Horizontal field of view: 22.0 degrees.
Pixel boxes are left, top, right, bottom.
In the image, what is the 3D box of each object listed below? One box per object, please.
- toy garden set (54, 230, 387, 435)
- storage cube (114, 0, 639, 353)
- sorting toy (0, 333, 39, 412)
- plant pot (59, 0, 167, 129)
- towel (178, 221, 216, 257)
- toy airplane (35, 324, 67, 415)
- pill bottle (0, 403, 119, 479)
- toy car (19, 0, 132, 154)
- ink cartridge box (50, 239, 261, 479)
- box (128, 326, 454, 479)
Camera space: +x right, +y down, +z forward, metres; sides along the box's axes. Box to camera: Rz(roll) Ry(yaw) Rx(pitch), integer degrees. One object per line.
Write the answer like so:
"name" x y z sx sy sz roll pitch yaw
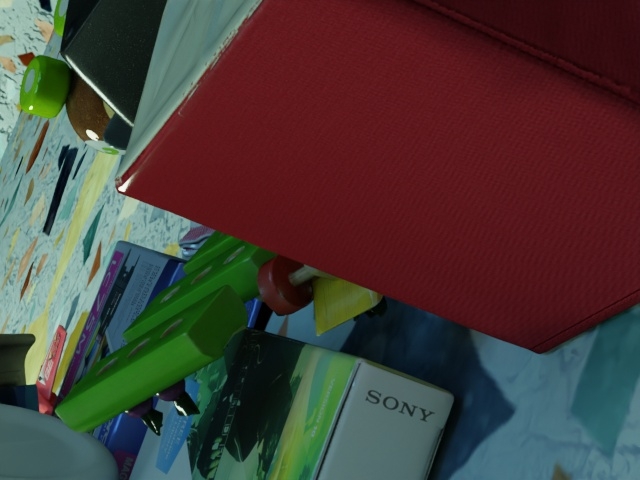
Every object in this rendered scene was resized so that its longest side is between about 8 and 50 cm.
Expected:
"toy garden set" 0.000 0.000 0.839 0.203 0.049 0.244 -31 13 39
"storage cube" 0.060 -0.095 0.607 0.215 0.193 0.184 -42 31 58
"sorting toy" -0.252 0.184 1.212 0.307 0.041 0.229 21 -113 -83
"plant pot" -0.061 -0.161 1.057 0.187 0.167 0.188 -46 28 35
"towel" -0.046 -0.090 1.206 0.144 0.029 0.197 -35 37 60
"toy airplane" -0.260 0.156 1.565 0.151 0.028 0.151 -57 21 37
"pill bottle" -0.224 0.247 1.030 0.153 0.153 0.265 -129 51 -71
"toy car" -0.143 -0.106 1.348 0.149 0.155 0.188 -60 31 25
"ink cartridge box" -0.129 0.101 1.181 0.186 0.065 0.311 -70 19 -2
"box" -0.048 0.163 0.857 0.232 0.058 0.322 -71 18 -6
